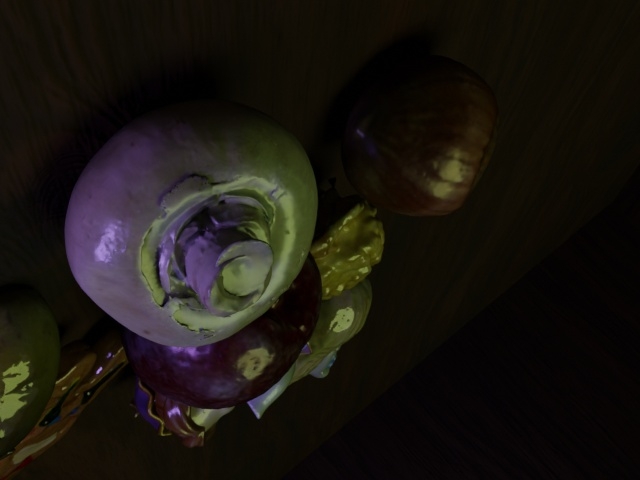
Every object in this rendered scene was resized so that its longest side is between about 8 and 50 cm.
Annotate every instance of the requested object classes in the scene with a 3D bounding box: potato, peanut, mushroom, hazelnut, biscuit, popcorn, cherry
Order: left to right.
[{"bbox_3d":[-0.352,0.174,1.047,0.271,0.111,0.160,-50,160,22],"label":"potato"},{"bbox_3d":[-0.354,0.230,1.250,0.334,0.047,0.202,-45,170,19],"label":"biscuit"},{"bbox_3d":[-0.111,-0.007,0.935,0.246,0.202,0.246,-12,122,-20],"label":"mushroom"},{"bbox_3d":[-0.122,0.085,1.165,0.300,0.203,0.230,-30,-147,48],"label":"cherry"},{"bbox_3d":[-0.046,0.144,1.601,0.313,0.152,0.152,-46,164,34],"label":"peanut"},{"bbox_3d":[0.000,0.000,1.334,0.180,0.180,0.170,-28,116,-39],"label":"popcorn"},{"bbox_3d":[0.120,-0.133,1.266,0.214,0.176,0.214,-15,118,-30],"label":"hazelnut"}]

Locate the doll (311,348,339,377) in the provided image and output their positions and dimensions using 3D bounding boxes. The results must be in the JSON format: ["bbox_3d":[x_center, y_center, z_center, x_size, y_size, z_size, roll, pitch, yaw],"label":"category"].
[{"bbox_3d":[-0.017,0.181,1.827,0.237,0.111,0.252,-22,145,-53],"label":"doll"}]

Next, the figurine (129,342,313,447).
[{"bbox_3d":[-0.147,0.190,1.439,0.263,0.189,0.142,-32,142,-8],"label":"figurine"}]
